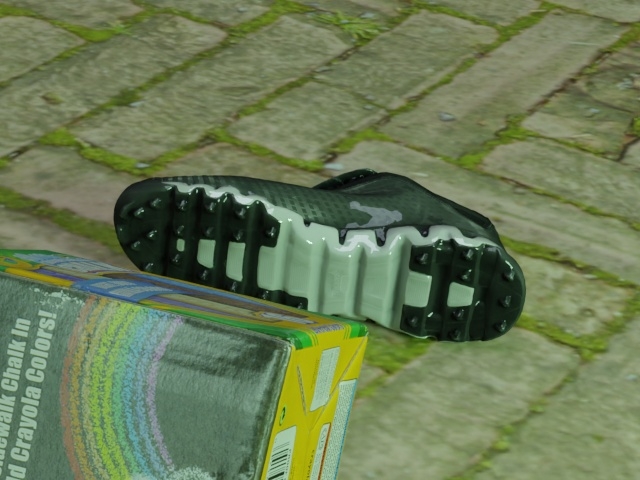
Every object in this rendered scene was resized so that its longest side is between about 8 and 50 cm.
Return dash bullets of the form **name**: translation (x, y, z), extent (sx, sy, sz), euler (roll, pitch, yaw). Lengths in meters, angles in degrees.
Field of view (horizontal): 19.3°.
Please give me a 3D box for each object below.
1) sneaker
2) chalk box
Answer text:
- **sneaker**: translation (0.000, 0.000, 1.079), extent (0.234, 0.078, 0.106), euler (9, 24, 1)
- **chalk box**: translation (-0.106, 0.077, 0.800), extent (0.213, 0.132, 0.132), euler (14, 3, 16)
